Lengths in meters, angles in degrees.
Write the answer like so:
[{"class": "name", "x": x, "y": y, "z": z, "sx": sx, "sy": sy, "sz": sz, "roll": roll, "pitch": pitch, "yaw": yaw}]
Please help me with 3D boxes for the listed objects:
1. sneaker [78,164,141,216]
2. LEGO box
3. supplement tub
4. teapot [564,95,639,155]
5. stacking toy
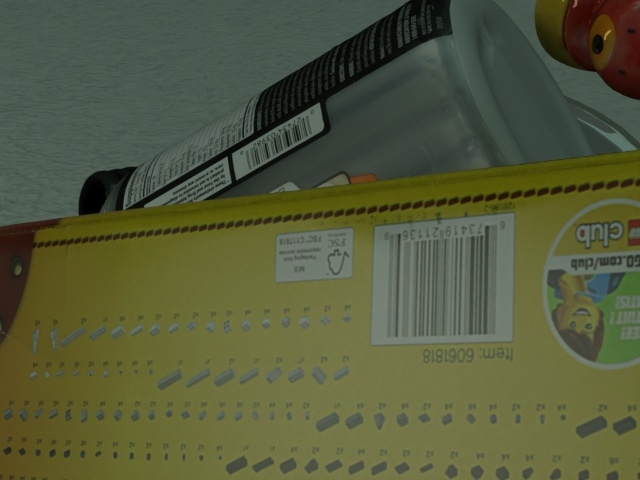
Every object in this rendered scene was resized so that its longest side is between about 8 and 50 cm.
[{"class": "sneaker", "x": -0.084, "y": -0.003, "z": 1.345, "sx": 0.147, "sy": 0.105, "sz": 0.295, "roll": -18, "pitch": 23, "yaw": -40}, {"class": "LEGO box", "x": 0.150, "y": 0.095, "z": 0.615, "sx": 0.372, "sy": 0.193, "sz": 0.500, "roll": 10, "pitch": -11, "yaw": -44}, {"class": "supplement tub", "x": 0.000, "y": 0.000, "z": 0.997, "sx": 0.316, "sy": 0.193, "sz": 0.193, "roll": -29, "pitch": 9, "yaw": 23}, {"class": "teapot", "x": 0.126, "y": 0.025, "z": 1.192, "sx": 0.256, "sy": 0.187, "sz": 0.252, "roll": 20, "pitch": 48, "yaw": -3}, {"class": "stacking toy", "x": 0.186, "y": -0.064, "z": 1.301, "sx": 0.279, "sy": 0.309, "sz": 0.130, "roll": -20, "pitch": 39, "yaw": -20}]
